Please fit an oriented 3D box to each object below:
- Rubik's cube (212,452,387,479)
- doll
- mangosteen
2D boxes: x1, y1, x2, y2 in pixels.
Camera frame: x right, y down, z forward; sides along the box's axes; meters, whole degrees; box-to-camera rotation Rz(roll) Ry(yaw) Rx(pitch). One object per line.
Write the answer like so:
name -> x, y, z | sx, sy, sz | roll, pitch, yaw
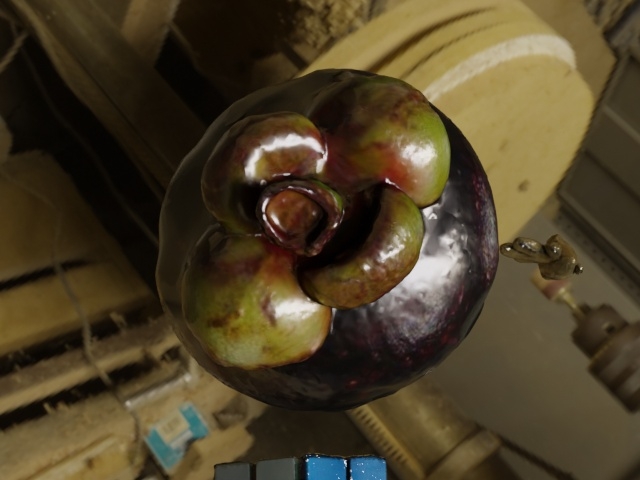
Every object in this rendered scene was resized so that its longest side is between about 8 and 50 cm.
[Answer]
Rubik's cube -> -0.024, 0.376, 1.329 | 0.180, 0.167, 0.183 | -16, 158, 39
doll -> 0.242, 0.020, 1.081 | 0.093, 0.051, 0.061 | -4, 171, -37
mangosteen -> 0.002, 0.003, 0.736 | 0.287, 0.233, 0.287 | -25, -164, 8
